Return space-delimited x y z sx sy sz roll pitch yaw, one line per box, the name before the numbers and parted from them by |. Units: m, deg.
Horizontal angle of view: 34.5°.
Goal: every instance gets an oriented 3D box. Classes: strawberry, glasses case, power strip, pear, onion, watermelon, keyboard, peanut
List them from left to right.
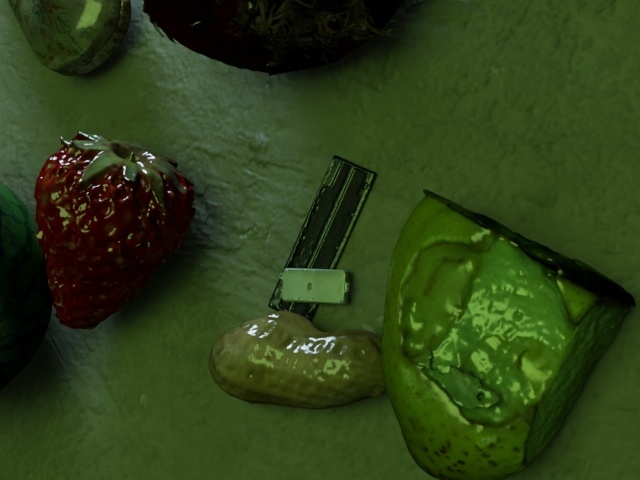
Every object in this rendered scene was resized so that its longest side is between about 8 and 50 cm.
watermelon | -0.507 0.059 1.301 0.363 0.363 0.363 -5 79 28
glasses case | -0.391 -0.417 1.451 0.156 0.098 0.425 -39 65 23
strawberry | -0.262 0.000 1.266 0.205 0.205 0.244 32 114 29
onion | -0.056 -0.321 1.138 0.314 0.314 0.232 -24 58 24
peanut | -0.025 0.134 1.152 0.226 0.095 0.108 3 86 29
power strip | -0.006 0.053 1.191 0.090 0.016 0.040 1 83 25
keyboard | 0.000 0.000 1.211 0.063 0.010 0.198 26 95 27
pear | 0.141 0.100 1.031 0.238 0.164 0.255 33 99 27
